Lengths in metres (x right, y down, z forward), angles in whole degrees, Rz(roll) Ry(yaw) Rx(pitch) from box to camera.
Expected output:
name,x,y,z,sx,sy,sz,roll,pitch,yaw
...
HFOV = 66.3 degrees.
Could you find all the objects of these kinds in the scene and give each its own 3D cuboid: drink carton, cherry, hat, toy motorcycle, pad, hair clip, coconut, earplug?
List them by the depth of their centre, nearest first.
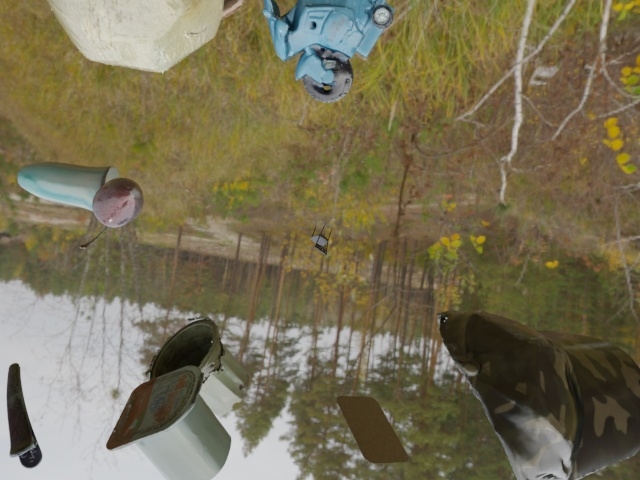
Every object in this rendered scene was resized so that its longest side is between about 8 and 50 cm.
name,x,y,z,sx,sy,sz,roll,pitch,yaw
toy motorcycle,0.020,-0.353,0.708,0.182,0.272,0.123,33,-162,-6
hat,0.388,0.214,0.797,0.382,0.366,0.257,-17,140,-11
coconut,-0.372,-0.514,0.986,0.347,0.345,0.360,9,170,-11
drink carton,-0.289,0.397,1.010,0.191,0.189,0.185,-24,-162,9
hair clip,-0.690,0.382,1.126,0.048,0.275,0.083,-24,141,-16
cherry,-0.511,-0.076,1.198,0.148,0.188,0.115,1,130,36
pad,0.166,0.610,1.596,0.176,0.002,0.266,12,-154,-29
earplug,-0.914,-0.199,1.754,0.325,0.184,0.185,8,172,-5

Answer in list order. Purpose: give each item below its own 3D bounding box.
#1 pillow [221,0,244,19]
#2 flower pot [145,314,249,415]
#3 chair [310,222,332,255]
name,x,y,z,sx,sy,sz,roll,pitch,yaw
pillow,-0.267,-0.646,1.200,0.136,0.210,0.034,-18,179,17
flower pot,-0.381,0.434,1.631,0.291,0.290,0.259,0,137,46
chair,-0.001,0.001,1.139,0.037,0.086,0.042,38,136,-23
